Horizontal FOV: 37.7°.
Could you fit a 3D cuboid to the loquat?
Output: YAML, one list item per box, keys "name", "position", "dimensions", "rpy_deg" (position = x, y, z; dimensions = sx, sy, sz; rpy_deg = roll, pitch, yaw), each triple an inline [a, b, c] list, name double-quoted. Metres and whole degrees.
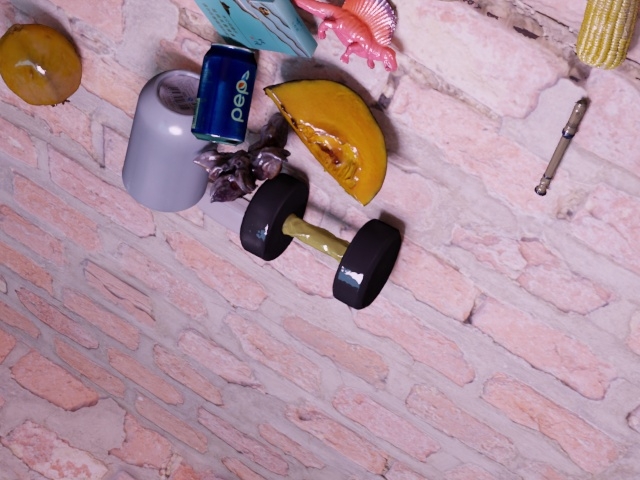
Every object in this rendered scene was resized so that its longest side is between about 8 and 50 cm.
- name: "loquat"
  position: [-0.676, -0.421, 2.262]
  dimensions: [0.187, 0.176, 0.234]
  rpy_deg: [6, 142, 37]

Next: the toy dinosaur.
- name: "toy dinosaur"
  position: [0.050, -0.429, 1.743]
  dimensions: [0.286, 0.070, 0.139]
  rpy_deg: [44, 132, 4]

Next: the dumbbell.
- name: "dumbbell"
  position: [0.000, 0.000, 2.102]
  dimensions: [0.322, 0.204, 0.204]
  rpy_deg: [27, 142, 16]

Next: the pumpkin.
- name: "pumpkin"
  position: [0.032, -0.228, 1.933]
  dimensions: [0.312, 0.148, 0.169]
  rpy_deg: [53, 180, -6]

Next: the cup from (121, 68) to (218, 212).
- name: "cup"
  position: [-0.333, -0.231, 2.145]
  dimensions: [0.205, 0.205, 0.312]
  rpy_deg: [35, 142, 6]

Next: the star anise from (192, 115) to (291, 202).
- name: "star anise"
  position: [-0.156, -0.163, 2.027]
  dimensions: [0.212, 0.283, 0.129]
  rpy_deg: [-21, 112, 18]

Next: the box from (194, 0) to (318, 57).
- name: "box"
  position: [-0.133, -0.434, 1.835]
  dimensions: [0.229, 0.041, 0.162]
  rpy_deg: [17, 161, 35]

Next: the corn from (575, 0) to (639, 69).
- name: "corn"
  position: [0.453, -0.348, 1.473]
  dimensions: [0.085, 0.063, 0.165]
  rpy_deg: [43, 149, 38]

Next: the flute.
- name: "flute"
  position: [0.437, -0.167, 1.704]
  dimensions: [0.027, 0.027, 0.233]
  rpy_deg: [29, 141, 14]

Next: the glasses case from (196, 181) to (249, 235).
- name: "glasses case"
  position: [-0.218, -0.070, 2.332]
  dimensions: [0.233, 0.059, 0.092]
  rpy_deg: [30, 141, 14]

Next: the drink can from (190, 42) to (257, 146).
- name: "drink can"
  position: [-0.200, -0.304, 1.957]
  dimensions: [0.118, 0.118, 0.205]
  rpy_deg: [14, 97, 30]
